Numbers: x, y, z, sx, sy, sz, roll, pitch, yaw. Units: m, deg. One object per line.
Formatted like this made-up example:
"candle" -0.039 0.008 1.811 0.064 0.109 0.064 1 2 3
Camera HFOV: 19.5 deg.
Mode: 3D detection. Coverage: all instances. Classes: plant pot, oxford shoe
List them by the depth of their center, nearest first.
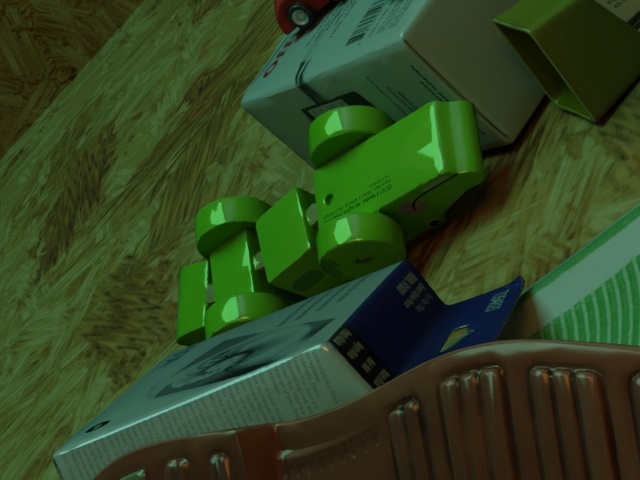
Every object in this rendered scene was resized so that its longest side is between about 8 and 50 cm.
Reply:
"oxford shoe" 0.079 0.114 0.808 0.397 0.146 0.140 -7 85 35
"plant pot" 0.183 -0.142 1.268 0.083 0.081 0.081 -40 18 -1

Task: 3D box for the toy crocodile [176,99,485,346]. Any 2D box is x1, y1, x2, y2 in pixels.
"toy crocodile" 0.000 0.000 1.394 0.340 0.105 0.115 -35 51 36

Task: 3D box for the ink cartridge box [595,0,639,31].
"ink cartridge box" 0.203 -0.195 1.069 0.086 0.203 0.148 -34 38 38

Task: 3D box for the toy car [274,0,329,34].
"toy car" 0.059 -0.272 1.460 0.225 0.053 0.239 -54 18 -17

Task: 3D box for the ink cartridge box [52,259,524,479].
"ink cartridge box" -0.009 0.065 1.011 0.224 0.045 0.223 -22 5 15

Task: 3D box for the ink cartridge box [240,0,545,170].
"ink cartridge box" 0.088 -0.170 1.474 0.211 0.121 0.289 -55 18 -19

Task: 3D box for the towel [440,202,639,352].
"towel" 0.118 0.118 0.964 0.248 0.038 0.325 -39 21 30
